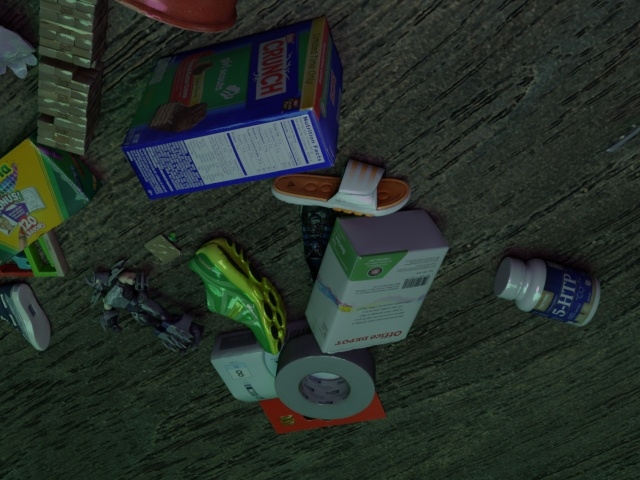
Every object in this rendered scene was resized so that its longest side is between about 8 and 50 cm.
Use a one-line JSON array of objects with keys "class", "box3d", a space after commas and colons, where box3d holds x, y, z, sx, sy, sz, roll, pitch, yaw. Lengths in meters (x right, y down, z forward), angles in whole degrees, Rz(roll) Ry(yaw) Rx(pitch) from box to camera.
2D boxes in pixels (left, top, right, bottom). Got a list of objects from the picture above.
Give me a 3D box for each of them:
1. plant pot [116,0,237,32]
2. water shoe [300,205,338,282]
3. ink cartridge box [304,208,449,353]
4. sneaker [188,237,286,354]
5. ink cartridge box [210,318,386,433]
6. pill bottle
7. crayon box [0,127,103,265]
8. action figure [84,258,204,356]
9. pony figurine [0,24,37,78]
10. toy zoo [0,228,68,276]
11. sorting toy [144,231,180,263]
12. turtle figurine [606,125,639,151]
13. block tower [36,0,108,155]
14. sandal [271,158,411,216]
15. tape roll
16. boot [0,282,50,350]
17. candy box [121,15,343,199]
[{"class": "plant pot", "box3d": [-0.188, -0.478, 1.099, 0.273, 0.272, 0.265, 24, 121, -13]}, {"class": "water shoe", "box3d": [0.000, 0.000, 1.591, 0.073, 0.080, 0.203, -2, 130, 8]}, {"class": "ink cartridge box", "box3d": [0.104, 0.083, 1.578, 0.202, 0.117, 0.278, -6, 136, -26]}, {"class": "sneaker", "box3d": [-0.172, 0.123, 1.707, 0.124, 0.109, 0.295, -21, 113, 29]}, {"class": "ink cartridge box", "box3d": [-0.043, 0.355, 1.897, 0.308, 0.091, 0.384, -13, 126, 17]}, {"class": "pill bottle", "box3d": [0.452, 0.097, 1.598, 0.187, 0.112, 0.112, 15, 131, -6]}, {"class": "crayon box", "box3d": [-0.590, -0.087, 1.562, 0.279, 0.081, 0.165, -30, 113, 23]}, {"class": "action figure", "box3d": [-0.398, 0.151, 1.763, 0.285, 0.099, 0.185, 34, 135, -16]}, {"class": "pony figurine", "box3d": [-0.643, -0.282, 1.250, 0.303, 0.363, 0.351, 0, 166, -2]}, {"class": "toy zoo", "box3d": [-0.715, 0.001, 1.715, 0.294, 0.030, 0.192, -1, 130, 8]}, {"class": "sorting toy", "box3d": [-0.326, 0.012, 1.687, 0.083, 0.012, 0.062, -27, 118, 31]}, {"class": "turtle figurine", "box3d": [0.624, -0.200, 1.269, 0.267, 0.274, 0.198, 12, 165, -9]}, {"class": "block tower", "box3d": [-0.428, -0.314, 1.368, 0.097, 0.090, 0.335, 15, 130, -7]}, {"class": "sandal", "box3d": [0.036, -0.107, 1.480, 0.266, 0.101, 0.076, 4, 134, 6]}, {"class": "tape roll", "box3d": [0.011, 0.299, 1.741, 0.219, 0.072, 0.219, 2, 131, 3]}, {"class": "boot", "box3d": [-0.699, 0.176, 1.849, 0.086, 0.069, 0.189, 1, 123, 16]}, {"class": "candy box", "box3d": [-0.132, -0.217, 1.297, 0.318, 0.268, 0.122, -9, 132, 14]}]
